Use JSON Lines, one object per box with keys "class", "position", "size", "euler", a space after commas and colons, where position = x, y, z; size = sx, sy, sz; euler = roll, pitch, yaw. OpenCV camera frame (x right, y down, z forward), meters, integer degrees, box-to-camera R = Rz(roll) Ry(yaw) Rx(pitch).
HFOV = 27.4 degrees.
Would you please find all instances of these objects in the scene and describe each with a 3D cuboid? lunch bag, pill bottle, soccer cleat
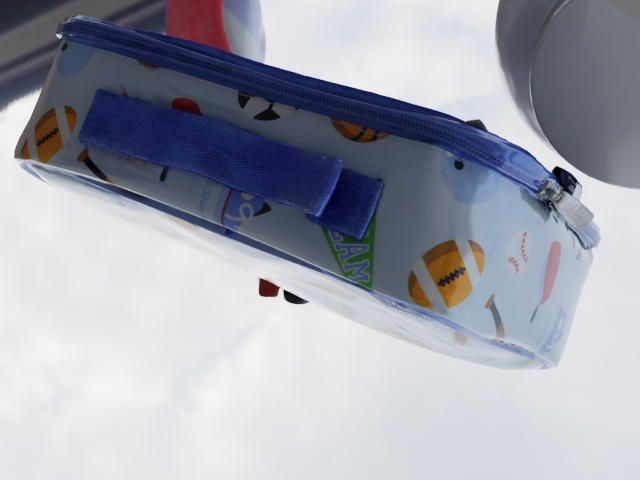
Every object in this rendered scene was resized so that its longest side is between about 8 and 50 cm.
{"class": "lunch bag", "position": [0.000, -0.026, 0.709], "size": [0.303, 0.243, 0.115], "euler": [18, -95, 28]}
{"class": "pill bottle", "position": [0.209, -0.154, 0.836], "size": [0.181, 0.323, 0.181], "euler": [6, -62, 12]}
{"class": "soccer cleat", "position": [-0.076, -0.194, 0.983], "size": [0.083, 0.095, 0.248], "euler": [5, -82, 16]}

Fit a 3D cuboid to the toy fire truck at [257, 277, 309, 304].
{"class": "toy fire truck", "position": [0.000, 0.000, 0.937], "size": [0.192, 0.135, 0.047], "euler": [2, -70, -4]}
